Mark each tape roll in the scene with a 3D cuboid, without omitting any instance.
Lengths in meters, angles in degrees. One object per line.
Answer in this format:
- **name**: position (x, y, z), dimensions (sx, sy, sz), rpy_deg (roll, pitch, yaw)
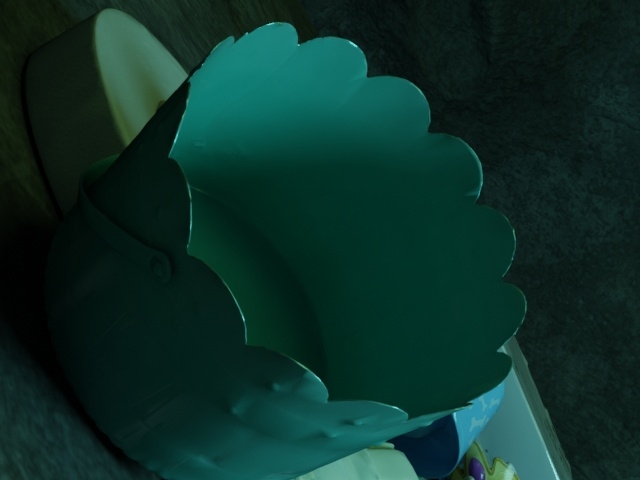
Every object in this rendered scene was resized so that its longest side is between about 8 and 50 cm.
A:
- **tape roll**: position (-0.108, -0.010, 1.154), dimensions (0.392, 0.072, 0.392), rpy_deg (59, 10, -17)

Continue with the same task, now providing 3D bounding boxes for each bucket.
- **bucket**: position (-0.028, 0.020, 0.874), dimensions (0.281, 0.183, 0.281), rpy_deg (26, 48, -32)

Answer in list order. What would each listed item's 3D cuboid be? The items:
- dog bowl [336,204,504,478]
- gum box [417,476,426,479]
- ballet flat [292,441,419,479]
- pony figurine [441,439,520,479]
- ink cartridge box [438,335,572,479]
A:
- **dog bowl**: position (0.043, 0.045, 1.092), dimensions (0.297, 0.074, 0.166), rpy_deg (60, -28, -7)
- **gum box**: position (0.051, 0.194, 1.476), dimensions (0.157, 0.041, 0.184), rpy_deg (44, 19, -59)
- **ballet flat**: position (0.036, 0.222, 1.060), dimensions (0.409, 0.147, 0.147), rpy_deg (50, 15, -46)
- **pony figurine**: position (0.226, 0.372, 1.337), dimensions (0.351, 0.303, 0.363), rpy_deg (17, 60, -64)
- **ink cartridge box**: position (0.238, 0.252, 1.905), dimensions (0.395, 0.151, 0.270), rpy_deg (-24, 91, -79)
